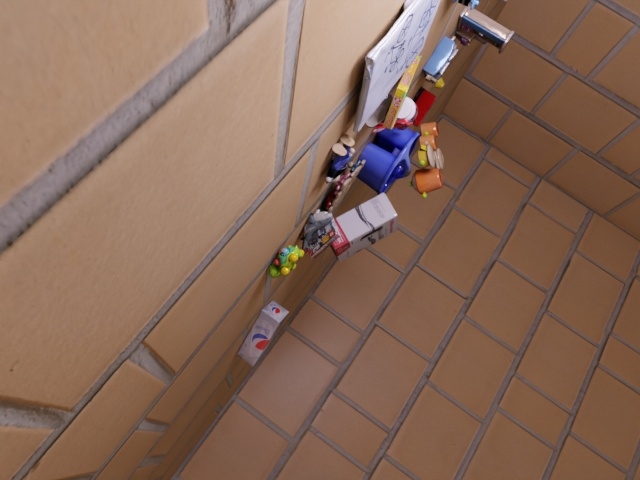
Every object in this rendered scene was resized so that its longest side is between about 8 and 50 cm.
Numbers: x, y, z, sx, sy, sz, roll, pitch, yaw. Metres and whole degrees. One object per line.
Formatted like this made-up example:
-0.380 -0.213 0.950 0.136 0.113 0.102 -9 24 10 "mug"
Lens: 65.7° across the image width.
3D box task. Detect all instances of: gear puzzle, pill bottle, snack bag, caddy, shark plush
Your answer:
0.045 -0.144 1.718 0.175 0.044 0.339 -52 176 -40 "gear puzzle"
0.286 -0.446 1.697 0.086 0.086 0.152 -57 174 17 "pill bottle"
0.178 -0.443 1.163 0.342 0.037 0.323 -54 173 -14 "snack bag"
0.263 -0.301 1.859 0.241 0.179 0.341 -54 174 -6 "caddy"
-0.024 -0.032 1.631 0.161 0.067 0.073 -56 173 15 "shark plush"

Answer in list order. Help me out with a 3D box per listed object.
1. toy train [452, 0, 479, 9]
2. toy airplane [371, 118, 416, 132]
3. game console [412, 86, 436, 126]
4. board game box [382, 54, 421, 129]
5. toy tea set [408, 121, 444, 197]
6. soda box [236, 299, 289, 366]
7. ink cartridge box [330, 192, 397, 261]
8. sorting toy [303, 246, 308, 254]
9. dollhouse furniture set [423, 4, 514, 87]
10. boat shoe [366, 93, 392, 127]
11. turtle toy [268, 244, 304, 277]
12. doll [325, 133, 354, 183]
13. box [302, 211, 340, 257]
0.410 -0.707 1.345 0.105 0.080 0.184 -65 170 9 "toy train"
0.242 -0.382 1.638 0.151 0.151 0.028 -20 102 -79 "toy airplane"
0.422 -0.563 2.096 0.144 0.085 0.124 -57 173 21 "game console"
0.238 -0.434 1.422 0.124 0.039 0.259 109 7 -45 "board game box"
0.392 -0.318 1.897 0.124 0.200 0.336 -11 -147 24 "toy tea set"
-0.242 0.389 2.067 0.286 0.091 0.098 -59 172 29 "soda box"
0.158 -0.048 1.928 0.273 0.114 0.197 -29 161 -2 "ink cartridge box"
0.000 0.000 2.061 0.132 0.046 0.274 -58 172 24 "sorting toy"
0.544 -0.679 1.899 0.303 0.198 0.286 -56 173 10 "dollhouse furniture set"
0.169 -0.369 1.433 0.125 0.046 0.038 -62 171 -19 "boat shoe"
-0.109 0.066 1.514 0.130 0.066 0.095 -56 174 15 "turtle toy"
0.052 -0.214 1.361 0.129 0.046 0.189 -51 172 -23 "doll"
0.001 -0.017 1.662 0.027 0.094 0.137 9 140 -43 "box"
